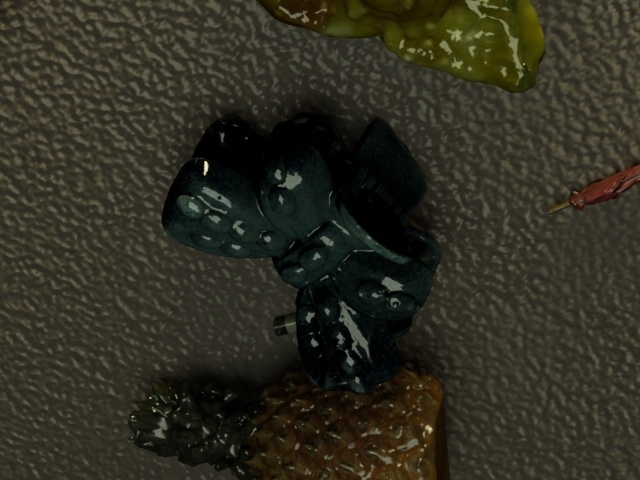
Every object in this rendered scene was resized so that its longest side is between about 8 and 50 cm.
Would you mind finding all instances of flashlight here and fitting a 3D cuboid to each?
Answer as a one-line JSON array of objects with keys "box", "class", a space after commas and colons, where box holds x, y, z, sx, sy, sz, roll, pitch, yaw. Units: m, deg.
[{"box": [-0.011, 0.088, 1.748, 0.083, 0.018, 0.018, -14, 117, 13], "class": "flashlight"}]

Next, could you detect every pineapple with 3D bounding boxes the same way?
[{"box": [-0.032, 0.227, 1.733, 0.362, 0.202, 0.202, 3, 118, 15], "class": "pineapple"}]

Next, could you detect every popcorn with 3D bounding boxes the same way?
[{"box": [0.077, -0.311, 1.381, 0.321, 0.290, 0.325, 24, 147, -21], "class": "popcorn"}]

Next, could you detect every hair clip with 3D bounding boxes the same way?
[{"box": [0.002, -0.005, 1.615, 0.206, 0.194, 0.310, -34, 108, 30], "class": "hair clip"}]

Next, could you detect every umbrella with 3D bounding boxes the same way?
[{"box": [0.311, -0.060, 1.631, 0.165, 0.027, 0.025, -25, 87, 20], "class": "umbrella"}]
